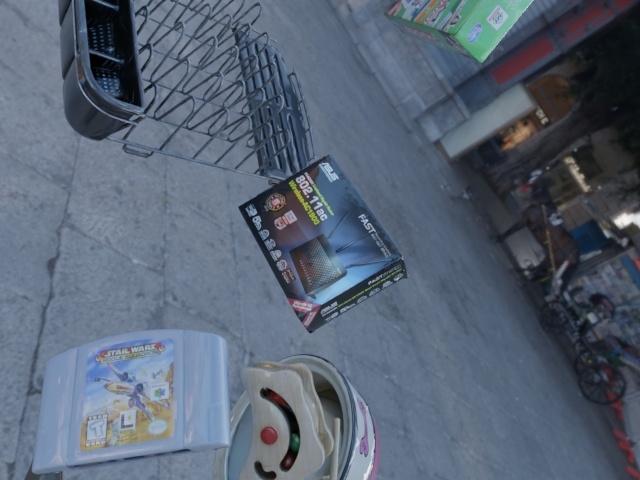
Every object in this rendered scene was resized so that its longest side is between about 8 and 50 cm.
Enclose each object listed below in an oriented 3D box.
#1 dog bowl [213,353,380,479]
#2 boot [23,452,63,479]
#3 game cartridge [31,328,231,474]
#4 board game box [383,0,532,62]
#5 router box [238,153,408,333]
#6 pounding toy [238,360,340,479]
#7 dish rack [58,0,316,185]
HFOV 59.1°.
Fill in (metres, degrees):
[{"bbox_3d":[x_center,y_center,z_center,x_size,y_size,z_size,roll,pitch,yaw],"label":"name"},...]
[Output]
[{"bbox_3d":[-0.045,0.471,1.259,0.150,0.408,0.408,39,29,-35],"label":"dog bowl"},{"bbox_3d":[-0.564,0.494,1.076,0.106,0.082,0.219,9,88,-62],"label":"boot"},{"bbox_3d":[-0.292,0.242,0.884,0.062,0.297,0.198,79,2,-64],"label":"game cartridge"},{"bbox_3d":[0.214,-0.347,0.594,0.046,0.317,0.213,32,15,-27],"label":"board game box"},{"bbox_3d":[0.000,0.000,0.460,0.122,0.092,0.038,58,-4,30],"label":"router box"},{"bbox_3d":[-0.057,0.336,0.982,0.155,0.154,0.269,7,64,-76],"label":"pounding toy"},{"bbox_3d":[-0.098,-0.156,0.506,0.272,0.074,0.208,10,61,-46],"label":"dish rack"}]
